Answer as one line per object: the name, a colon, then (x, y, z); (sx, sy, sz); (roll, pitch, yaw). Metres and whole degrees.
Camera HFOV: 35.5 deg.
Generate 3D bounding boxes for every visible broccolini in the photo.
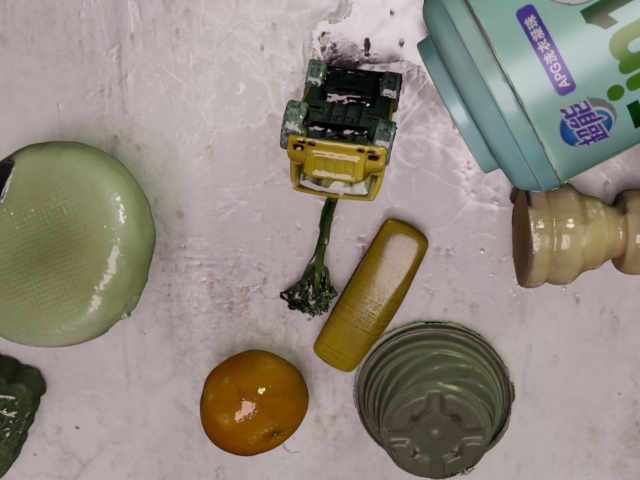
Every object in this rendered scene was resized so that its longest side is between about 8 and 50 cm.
broccolini: (0.003, 0.005, 1.350); (0.071, 0.057, 0.254); (-7, 132, -26)

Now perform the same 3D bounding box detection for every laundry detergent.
laundry detergent: (0.286, -0.225, 1.154); (0.305, 0.287, 0.287); (-28, 103, 13)

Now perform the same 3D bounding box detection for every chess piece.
chess piece: (0.385, -0.013, 1.302); (0.261, 0.143, 0.142); (-2, 108, 1)

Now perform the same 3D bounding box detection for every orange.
orange: (-0.097, 0.226, 1.418); (0.159, 0.159, 0.136); (-48, 58, 17)

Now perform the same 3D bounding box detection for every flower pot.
flower pot: (0.158, 0.241, 1.397); (0.235, 0.140, 0.235); (2, 110, 4)

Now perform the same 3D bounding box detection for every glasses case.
glasses case: (0.071, 0.078, 1.389); (0.079, 0.064, 0.234); (29, 108, -1)

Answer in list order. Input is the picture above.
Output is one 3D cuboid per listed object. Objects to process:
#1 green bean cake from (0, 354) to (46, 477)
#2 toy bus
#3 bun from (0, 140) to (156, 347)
green bean cake: (-0.523, 0.253, 1.494); (0.185, 0.094, 0.183); (23, 108, -8)
toy bus: (0.028, -0.132, 1.184); (0.121, 0.335, 0.123); (9, 113, 2)
bun: (-0.336, 0.004, 1.356); (0.283, 0.179, 0.283); (0, 91, 18)
